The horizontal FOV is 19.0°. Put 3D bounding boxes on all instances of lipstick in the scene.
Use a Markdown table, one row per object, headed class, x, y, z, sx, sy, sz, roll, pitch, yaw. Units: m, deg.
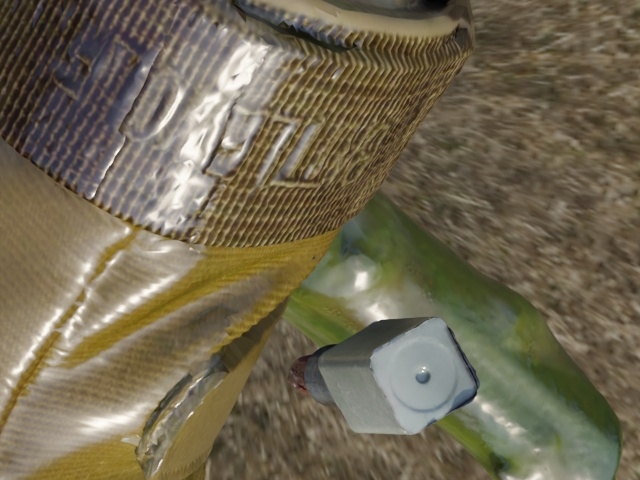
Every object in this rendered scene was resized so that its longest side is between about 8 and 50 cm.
| class | x | y | z | sx | sy | sz | roll | pitch | yaw |
| --- | --- | --- | --- | --- | --- | --- | --- | --- | --- |
| lipstick | 0.010 | 0.038 | 0.541 | 0.025 | 0.107 | 0.025 | -29 | 95 | -19 |

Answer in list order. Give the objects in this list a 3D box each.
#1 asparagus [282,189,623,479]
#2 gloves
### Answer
| class | x | y | z | sx | sy | sz | roll | pitch | yaw |
| --- | --- | --- | --- | --- | --- | --- | --- | --- | --- |
| asparagus | -0.001 | 0.001 | 0.774 | 0.343 | 0.085 | 0.082 | 36 | 94 | -20 |
| gloves | -0.096 | 0.047 | 0.442 | 0.141 | 0.154 | 0.331 | 34 | 110 | -17 |
